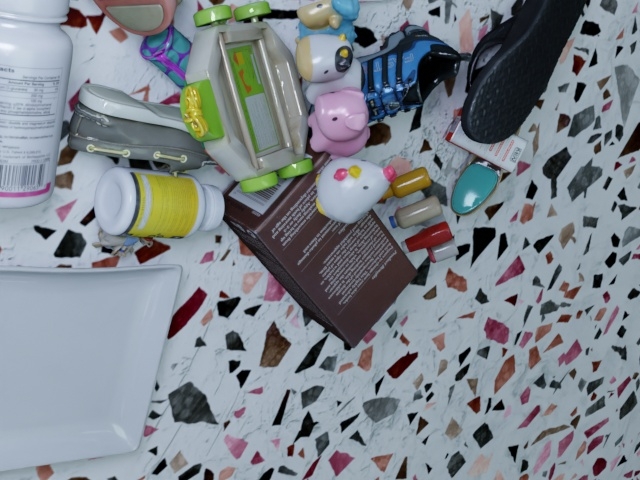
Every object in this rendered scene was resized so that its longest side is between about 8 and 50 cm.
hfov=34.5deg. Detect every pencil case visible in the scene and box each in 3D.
[{"bbox_3d":[-0.197,-0.253,1.518,0.064,0.070,0.151,-27,139,21],"label":"pencil case"}]

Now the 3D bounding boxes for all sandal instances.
[{"bbox_3d":[0.373,-0.357,1.966,0.446,0.107,0.167,-56,136,-22],"label":"sandal"}]

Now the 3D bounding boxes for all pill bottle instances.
[{"bbox_3d":[-0.400,-0.197,1.299,0.160,0.160,0.283,-3,114,-41],"label":"pill bottle"},{"bbox_3d":[-0.240,-0.055,1.562,0.184,0.103,0.103,3,110,-43],"label":"pill bottle"}]

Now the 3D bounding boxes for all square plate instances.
[{"bbox_3d":[-0.400,0.190,1.593,0.347,0.049,0.344,1,112,-42],"label":"square plate"}]

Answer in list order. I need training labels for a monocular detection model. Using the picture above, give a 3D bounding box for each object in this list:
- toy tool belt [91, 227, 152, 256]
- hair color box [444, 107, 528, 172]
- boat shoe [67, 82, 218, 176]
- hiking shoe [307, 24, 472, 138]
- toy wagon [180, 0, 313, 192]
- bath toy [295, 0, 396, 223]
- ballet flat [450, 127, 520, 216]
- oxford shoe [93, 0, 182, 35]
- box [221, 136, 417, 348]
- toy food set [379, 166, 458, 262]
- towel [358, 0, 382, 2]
[{"bbox_3d":[-0.304,0.000,1.582,0.083,0.052,0.051,13,134,-42],"label":"toy tool belt"},{"bbox_3d":[0.319,-0.193,1.984,0.141,0.043,0.072,26,95,-11],"label":"hair color box"},{"bbox_3d":[-0.231,-0.149,1.521,0.305,0.109,0.091,12,109,-42],"label":"boat shoe"},{"bbox_3d":[0.106,-0.257,1.742,0.304,0.132,0.113,-42,134,-16],"label":"hiking shoe"},{"bbox_3d":[-0.118,-0.205,1.493,0.344,0.068,0.267,-29,106,-61],"label":"toy wagon"},{"bbox_3d":[0.035,-0.200,1.577,0.151,0.129,0.348,17,58,-49],"label":"bath toy"},{"bbox_3d":[0.336,-0.148,2.057,0.232,0.080,0.073,-60,166,5],"label":"ballet flat"},{"bbox_3d":[-0.291,-0.459,1.307,0.397,0.140,0.146,63,36,-37],"label":"oxford shoe"},{"bbox_3d":[0.000,0.000,1.787,0.191,0.143,0.381,-49,134,-11],"label":"box"},{"bbox_3d":[0.189,-0.027,1.974,0.104,0.111,0.232,-22,144,6],"label":"toy food set"},{"bbox_3d":[0.080,-0.486,1.672,0.144,0.029,0.197,-13,118,-37],"label":"towel"}]
